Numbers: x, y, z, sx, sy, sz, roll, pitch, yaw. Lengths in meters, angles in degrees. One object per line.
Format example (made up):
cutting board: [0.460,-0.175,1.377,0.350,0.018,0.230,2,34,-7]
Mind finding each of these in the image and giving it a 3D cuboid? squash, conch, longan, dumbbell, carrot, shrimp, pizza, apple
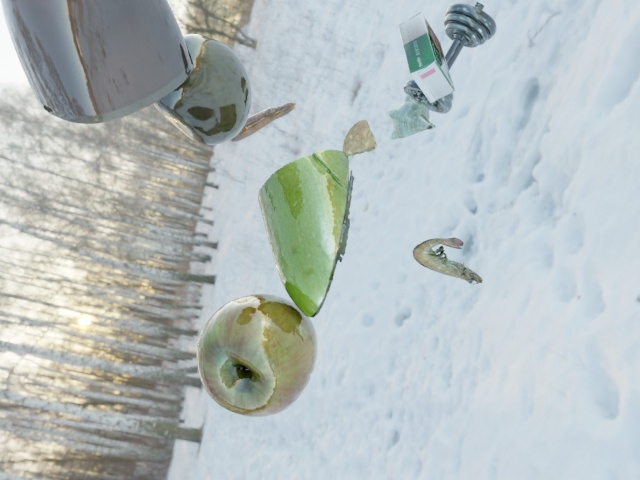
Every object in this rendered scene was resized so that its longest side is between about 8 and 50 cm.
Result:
squash: [0.000,0.000,1.259,0.308,0.210,0.233,67,150,20]
conch: [0.253,-0.358,1.715,0.137,0.114,0.234,-30,10,20]
longan: [-0.268,-0.335,1.291,0.215,0.246,0.245,-41,32,38]
dumbbell: [0.418,-0.590,1.908,0.406,0.179,0.179,-60,13,1]
carrot: [-0.189,-0.383,1.867,0.248,0.059,0.059,-25,28,10]
shrimp: [0.291,0.038,1.270,0.124,0.178,0.034,118,174,-53]
pizza: [0.158,-0.386,2.302,0.175,0.134,0.046,-52,-16,-7]
apple: [-0.131,0.239,1.280,0.264,0.265,0.264,-164,90,-78]

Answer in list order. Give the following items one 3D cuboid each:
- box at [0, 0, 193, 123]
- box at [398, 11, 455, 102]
box: [-0.401,-0.374,1.037,0.300,0.301,0.216,-88,-11,-48]
box: [0.284,-0.492,1.579,0.081,0.135,0.198,-24,55,23]
